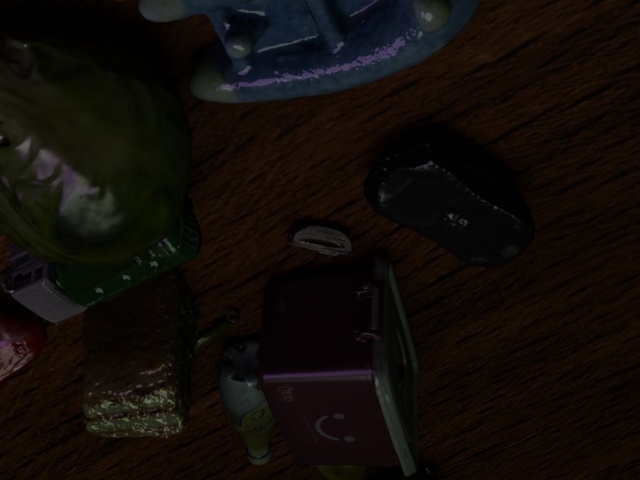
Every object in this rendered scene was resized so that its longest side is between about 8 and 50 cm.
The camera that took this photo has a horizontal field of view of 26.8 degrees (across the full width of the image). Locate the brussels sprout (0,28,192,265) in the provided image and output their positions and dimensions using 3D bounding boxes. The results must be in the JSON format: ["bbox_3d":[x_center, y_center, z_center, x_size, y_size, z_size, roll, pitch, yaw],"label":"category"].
[{"bbox_3d":[-0.252,-0.099,1.336,0.271,0.210,0.219,34,151,-25],"label":"brussels sprout"}]

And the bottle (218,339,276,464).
[{"bbox_3d":[-0.093,0.237,1.877,0.083,0.083,0.270,-5,144,0],"label":"bottle"}]

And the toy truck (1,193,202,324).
[{"bbox_3d":[-0.244,0.010,1.537,0.242,0.125,0.101,-24,139,24],"label":"toy truck"}]

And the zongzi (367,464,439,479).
[{"bbox_3d":[0.014,0.437,2.106,0.300,0.138,0.286,19,134,-24],"label":"zongzi"}]

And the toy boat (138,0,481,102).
[{"bbox_3d":[0.000,-0.213,1.279,0.330,0.123,0.215,-12,140,12],"label":"toy boat"}]

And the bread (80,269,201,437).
[{"bbox_3d":[-0.223,0.141,1.651,0.138,0.196,0.102,-11,139,16],"label":"bread"}]

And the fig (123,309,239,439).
[{"bbox_3d":[-0.200,0.162,1.777,0.236,0.124,0.124,-41,134,5],"label":"fig"}]

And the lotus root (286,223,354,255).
[{"bbox_3d":[0.001,-0.002,1.622,0.083,0.030,0.037,14,170,-18],"label":"lotus root"}]

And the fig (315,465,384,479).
[{"bbox_3d":[0.048,0.278,1.911,0.136,0.121,0.153,-36,124,-20],"label":"fig"}]

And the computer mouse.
[{"bbox_3d":[0.153,-0.049,1.542,0.217,0.073,0.122,30,129,-27],"label":"computer mouse"}]

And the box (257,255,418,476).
[{"bbox_3d":[0.028,0.167,1.725,0.167,0.193,0.294,-3,143,12],"label":"box"}]

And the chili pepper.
[{"bbox_3d":[-0.466,0.144,1.698,0.252,0.144,0.136,-29,144,6],"label":"chili pepper"}]
